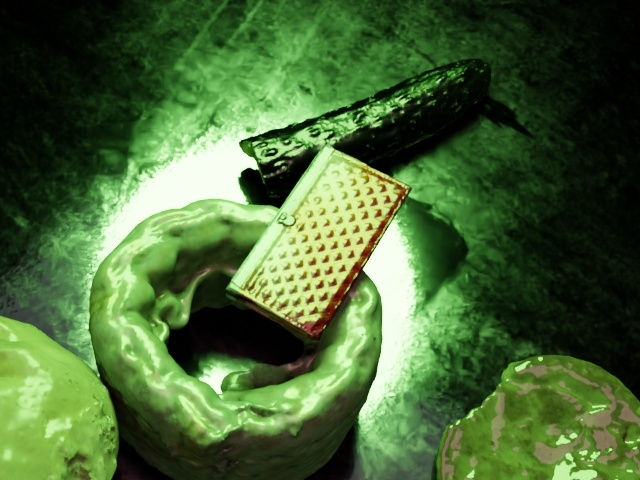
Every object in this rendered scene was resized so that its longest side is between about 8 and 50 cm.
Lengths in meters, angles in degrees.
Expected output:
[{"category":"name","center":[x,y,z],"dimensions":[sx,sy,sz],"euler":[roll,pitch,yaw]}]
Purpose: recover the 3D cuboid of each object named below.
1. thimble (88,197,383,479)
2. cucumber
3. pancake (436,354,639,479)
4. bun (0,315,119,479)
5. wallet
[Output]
[{"category":"thimble","center":[-0.085,0.115,1.806],"dimensions":[0.292,0.195,0.291],"euler":[2,62,-3]},{"category":"cucumber","center":[0.062,-0.129,2.009],"dimensions":[0.303,0.072,0.081],"euler":[-21,66,-15]},{"category":"pancake","center":[0.233,0.230,1.855],"dimensions":[0.222,0.042,0.236],"euler":[25,67,4]},{"category":"bun","center":[-0.374,0.189,1.699],"dimensions":[0.362,0.234,0.326],"euler":[-18,34,-9]},{"category":"wallet","center":[0.000,0.000,1.756],"dimensions":[0.103,0.020,0.196],"euler":[28,61,9]}]
